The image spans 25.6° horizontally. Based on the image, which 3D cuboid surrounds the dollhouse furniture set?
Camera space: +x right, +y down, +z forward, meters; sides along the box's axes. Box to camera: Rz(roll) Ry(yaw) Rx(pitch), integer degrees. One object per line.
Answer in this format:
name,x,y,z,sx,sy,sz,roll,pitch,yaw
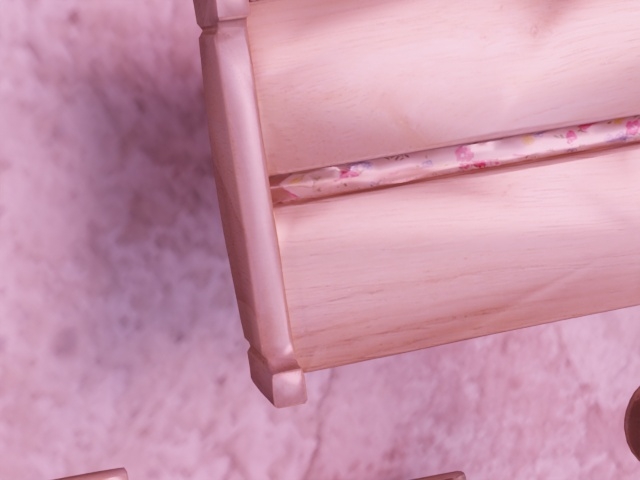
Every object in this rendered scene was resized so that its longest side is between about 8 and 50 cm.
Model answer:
dollhouse furniture set,0.000,0.000,0.539,0.303,0.174,0.355,-9,99,-13
